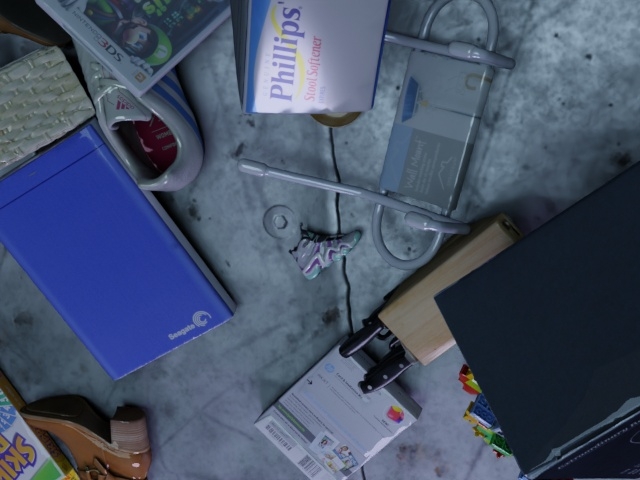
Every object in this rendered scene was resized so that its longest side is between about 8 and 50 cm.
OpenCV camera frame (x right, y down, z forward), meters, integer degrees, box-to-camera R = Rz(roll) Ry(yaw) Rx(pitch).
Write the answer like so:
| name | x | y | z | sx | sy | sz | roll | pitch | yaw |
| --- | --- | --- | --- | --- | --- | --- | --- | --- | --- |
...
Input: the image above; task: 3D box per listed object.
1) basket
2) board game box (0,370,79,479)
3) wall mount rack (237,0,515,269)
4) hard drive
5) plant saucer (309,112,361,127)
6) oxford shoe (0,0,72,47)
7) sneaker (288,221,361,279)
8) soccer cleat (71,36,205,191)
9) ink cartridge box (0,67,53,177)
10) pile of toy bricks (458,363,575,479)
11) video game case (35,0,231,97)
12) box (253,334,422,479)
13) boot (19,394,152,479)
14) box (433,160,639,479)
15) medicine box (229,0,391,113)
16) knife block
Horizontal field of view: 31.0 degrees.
| name | x | y | z | sx | sy | sz | roll | pitch | yaw |
| --- | --- | --- | --- | --- | --- | --- | --- | --- | --- |
| basket | -0.382 | -0.165 | 1.455 | 0.167 | 0.103 | 0.113 | -35 | 105 | -23 |
| board game box | -0.475 | 0.285 | 1.699 | 0.124 | 0.039 | 0.259 | -33 | 98 | 20 |
| wall mount rack | 0.067 | -0.149 | 1.387 | 0.304 | 0.130 | 0.350 | 20 | 100 | 38 |
| hard drive | -0.288 | 0.020 | 1.538 | 0.210 | 0.040 | 0.319 | -29 | 110 | 19 |
| plant saucer | 0.019 | -0.185 | 1.457 | 0.083 | 0.015 | 0.083 | 3 | 105 | 13 |
| oxford shoe | -0.420 | -0.302 | 1.514 | 0.212 | 0.076 | 0.076 | 27 | 140 | 2 |
| sneaker | 0.000 | 0.000 | 1.500 | 0.098 | 0.038 | 0.069 | -37 | 95 | 19 |
| soccer cleat | -0.243 | -0.215 | 1.444 | 0.116 | 0.143 | 0.331 | -23 | 98 | 18 |
| ink cartridge box | -0.439 | -0.163 | 1.549 | 0.109 | 0.062 | 0.209 | -18 | 100 | 16 |
| pile of toy bricks | 0.251 | 0.255 | 1.489 | 0.212 | 0.118 | 0.105 | 35 | 149 | -9 |
| video game case | -0.221 | -0.294 | 1.417 | 0.173 | 0.022 | 0.190 | 43 | 66 | -1 |
| box | 0.022 | 0.237 | 1.552 | 0.145 | 0.038 | 0.186 | 44 | 118 | -1 |
| boot | -0.339 | 0.309 | 1.653 | 0.197 | 0.073 | 0.152 | 8 | 111 | 14 |
| box | 0.355 | 0.097 | 1.231 | 0.293 | 0.395 | 0.212 | -35 | 65 | 19 |
| medicine box | -0.018 | -0.325 | 1.224 | 0.149 | 0.289 | 0.263 | -2 | 141 | -8 |
| knife block | 0.134 | 0.088 | 1.392 | 0.242 | 0.275 | 0.088 | -44 | 93 | -9 |
